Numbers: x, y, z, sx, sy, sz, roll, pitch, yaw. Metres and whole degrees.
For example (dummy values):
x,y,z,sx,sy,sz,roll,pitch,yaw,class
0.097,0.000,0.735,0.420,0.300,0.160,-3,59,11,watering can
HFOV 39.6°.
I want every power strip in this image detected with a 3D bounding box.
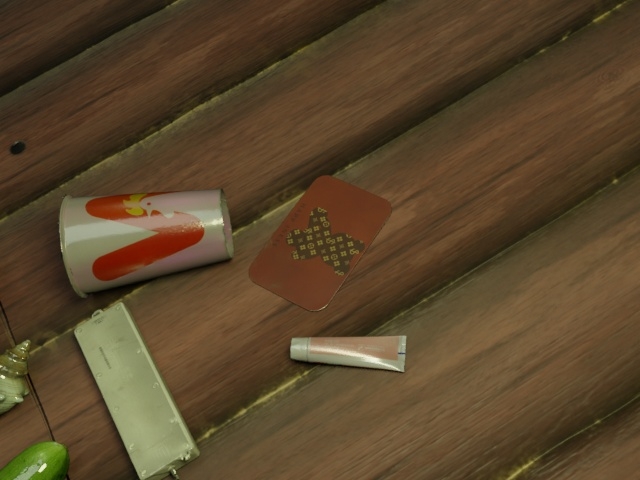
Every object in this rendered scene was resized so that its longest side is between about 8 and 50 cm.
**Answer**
x,y,z,sx,sy,sz,roll,pitch,yaw,class
-0.322,0.266,1.549,0.106,0.043,0.367,-31,57,-6,power strip

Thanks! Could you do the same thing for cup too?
x,y,z,sx,sy,sz,roll,pitch,yaw,class
-0.314,-0.011,1.645,0.288,0.203,0.203,-8,57,0,cup

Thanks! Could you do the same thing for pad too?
x,y,z,sx,sy,sz,roll,pitch,yaw,class
0.000,0.000,1.662,0.181,0.004,0.267,25,68,26,pad

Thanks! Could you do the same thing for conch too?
x,y,z,sx,sy,sz,roll,pitch,yaw,class
-0.608,0.260,1.582,0.234,0.114,0.137,-29,43,1,conch

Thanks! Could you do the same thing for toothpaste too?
x,y,z,sx,sy,sz,roll,pitch,yaw,class
0.047,0.188,1.516,0.194,0.043,0.067,2,58,8,toothpaste

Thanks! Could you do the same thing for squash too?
x,y,z,sx,sy,sz,roll,pitch,yaw,class
-0.553,0.477,1.439,0.101,0.101,0.379,31,72,27,squash
